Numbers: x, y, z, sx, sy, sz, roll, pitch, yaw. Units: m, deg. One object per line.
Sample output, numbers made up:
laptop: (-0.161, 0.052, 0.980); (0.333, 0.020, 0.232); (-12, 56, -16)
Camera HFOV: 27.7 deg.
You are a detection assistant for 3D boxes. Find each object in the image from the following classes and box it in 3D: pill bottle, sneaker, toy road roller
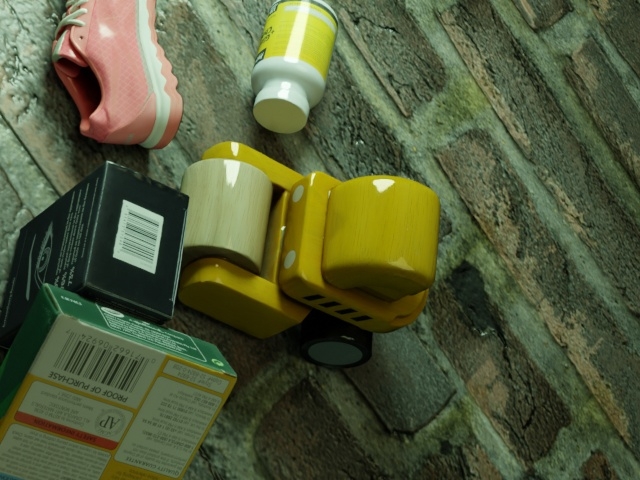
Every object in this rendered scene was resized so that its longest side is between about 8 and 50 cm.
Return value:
pill bottle: (-0.038, -0.241, 1.784); (0.103, 0.103, 0.184); (31, 52, -26)
sneaker: (-0.271, -0.260, 1.591); (0.136, 0.116, 0.314); (-9, 76, -41)
toy road roller: (0.000, 0.000, 1.604); (0.329, 0.240, 0.202); (25, 55, -29)

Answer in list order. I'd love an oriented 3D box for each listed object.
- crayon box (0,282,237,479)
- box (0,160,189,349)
crayon box: (-0.252, 0.225, 1.305); (0.203, 0.083, 0.323); (24, 100, -30)
box: (-0.247, 0.033, 1.403); (0.108, 0.207, 0.153); (24, 56, -30)
